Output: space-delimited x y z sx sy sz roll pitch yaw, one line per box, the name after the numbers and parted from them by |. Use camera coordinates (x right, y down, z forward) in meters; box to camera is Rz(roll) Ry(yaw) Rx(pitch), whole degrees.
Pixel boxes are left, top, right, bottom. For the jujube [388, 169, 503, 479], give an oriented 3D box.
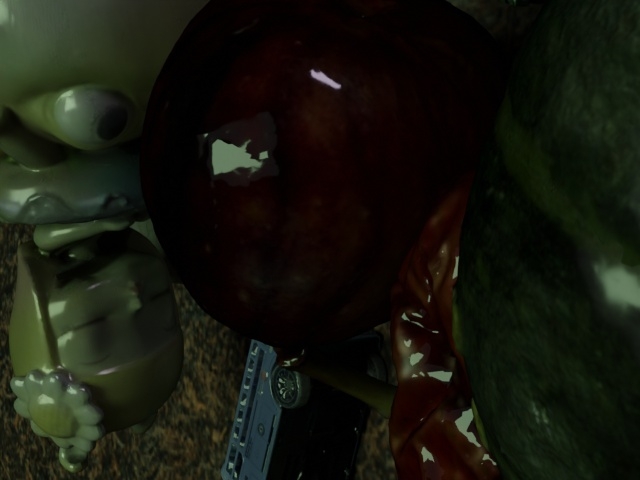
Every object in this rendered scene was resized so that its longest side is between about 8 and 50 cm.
0.135 0.071 0.645 0.213 0.213 0.232 -9 91 56 | jujube

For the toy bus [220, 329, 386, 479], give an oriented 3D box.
-0.017 0.126 0.975 0.076 0.073 0.167 37 120 46 | toy bus

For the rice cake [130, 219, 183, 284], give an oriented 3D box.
-0.076 0.003 1.051 0.399 0.070 0.064 4 92 56 | rice cake

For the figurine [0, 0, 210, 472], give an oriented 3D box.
-0.168 -0.046 0.968 0.274 0.226 0.394 12 117 39 | figurine

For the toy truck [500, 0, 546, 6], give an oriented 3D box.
0.097 -0.185 0.765 0.259 0.088 0.121 26 114 53 | toy truck

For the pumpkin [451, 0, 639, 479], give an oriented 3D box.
0.188 0.007 0.424 0.207 0.300 0.300 -115 37 -52 | pumpkin

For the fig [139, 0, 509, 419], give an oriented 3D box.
-0.012 -0.013 0.784 0.186 0.204 0.249 33 124 14 | fig
